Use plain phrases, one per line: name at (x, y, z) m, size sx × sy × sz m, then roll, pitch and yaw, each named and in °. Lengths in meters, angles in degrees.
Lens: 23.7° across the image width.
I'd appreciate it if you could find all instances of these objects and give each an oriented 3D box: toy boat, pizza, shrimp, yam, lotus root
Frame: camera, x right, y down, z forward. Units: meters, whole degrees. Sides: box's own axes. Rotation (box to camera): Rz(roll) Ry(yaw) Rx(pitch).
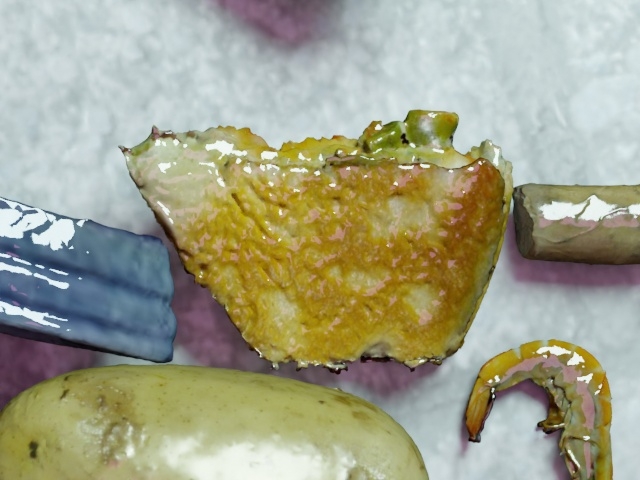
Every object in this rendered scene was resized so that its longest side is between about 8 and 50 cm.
toy boat at (-0.212, 0.010, 0.816) m, size 0.283 × 0.127 × 0.078 m, roll 13°, pitch 80°, yaw -7°
pizza at (0.000, 0.000, 0.871) m, size 0.226 × 0.069 × 0.147 m, roll -3°, pitch 102°, yaw -9°
shrimp at (0.134, 0.122, 0.894) m, size 0.091 × 0.025 × 0.127 m, roll -14°, pitch 83°, yaw -7°
yam at (0.232, -0.010, 0.904) m, size 0.241 × 0.057 × 0.057 m, roll 1°, pitch 86°, yaw -4°
lotus root at (-0.076, 0.145, 0.807) m, size 0.284 × 0.146 × 0.160 m, roll 9°, pitch 94°, yaw -5°
